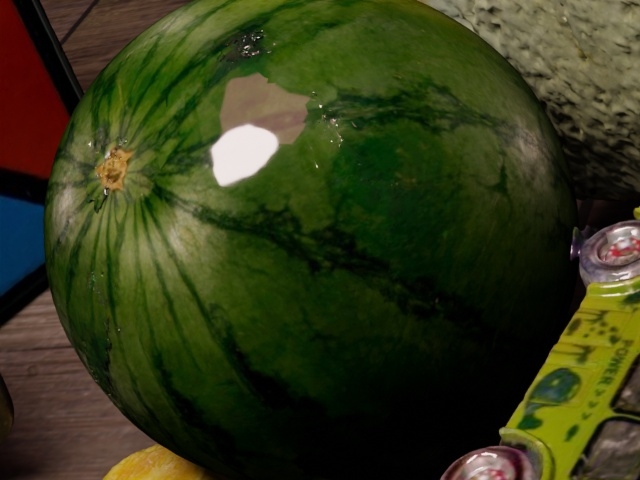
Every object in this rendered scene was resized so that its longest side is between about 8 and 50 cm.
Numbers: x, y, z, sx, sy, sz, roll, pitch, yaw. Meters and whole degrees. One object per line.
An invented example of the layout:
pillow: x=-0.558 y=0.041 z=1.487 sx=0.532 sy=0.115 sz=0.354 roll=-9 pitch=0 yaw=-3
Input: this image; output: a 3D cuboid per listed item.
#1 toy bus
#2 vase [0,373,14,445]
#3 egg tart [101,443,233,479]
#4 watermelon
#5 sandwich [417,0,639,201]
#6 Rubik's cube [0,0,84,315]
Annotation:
toy bus: x=0.144 y=0.091 z=0.698 sx=0.139 sy=0.113 sz=0.302 roll=3 pitch=42 yaw=37
vase: x=-0.355 y=0.130 z=0.889 sx=0.329 sy=0.241 sz=0.302 roll=-30 pitch=5 yaw=46
egg tart: x=-0.073 y=0.127 z=0.848 sx=0.105 sy=0.039 sz=0.105 roll=-17 pitch=32 yaw=11
watermelon: x=-0.003 y=-0.002 z=0.812 sx=0.242 sy=0.242 sz=0.242 roll=-17 pitch=31 yaw=10
sandwich: x=0.166 y=-0.094 z=0.805 sx=0.251 sy=0.226 sz=0.087 roll=9 pitch=51 yaw=47
Rubik's cube: x=-0.312 y=-0.064 z=1.103 sx=0.250 sy=0.246 sz=0.248 roll=9 pitch=41 yaw=44
